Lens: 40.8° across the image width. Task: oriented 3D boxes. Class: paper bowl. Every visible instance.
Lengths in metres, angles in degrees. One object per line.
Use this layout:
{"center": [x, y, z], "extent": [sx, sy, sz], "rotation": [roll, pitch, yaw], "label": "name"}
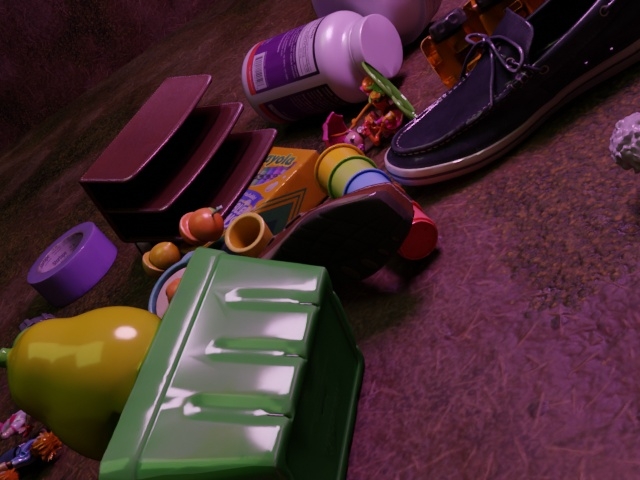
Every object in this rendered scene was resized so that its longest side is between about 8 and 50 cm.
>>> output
{"center": [0.094, -0.509, 1.751], "extent": [0.284, 0.284, 0.148], "rotation": [-2, 44, 49], "label": "paper bowl"}

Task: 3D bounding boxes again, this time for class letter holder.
{"center": [-0.238, -0.151, 1.536], "extent": [0.215, 0.152, 0.301], "rotation": [1, 45, 33], "label": "letter holder"}

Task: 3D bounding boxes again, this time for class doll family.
{"center": [-0.497, 0.356, 1.361], "extent": [0.163, 0.118, 0.263], "rotation": [-30, 10, 29], "label": "doll family"}

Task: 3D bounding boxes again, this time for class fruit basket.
{"center": [-0.164, 0.191, 0.984], "extent": [0.392, 0.282, 0.392], "rotation": [-15, 35, 11], "label": "fruit basket"}

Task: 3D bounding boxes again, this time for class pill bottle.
{"center": [0.003, -0.349, 1.730], "extent": [0.323, 0.181, 0.181], "rotation": [-8, 40, 44], "label": "pill bottle"}

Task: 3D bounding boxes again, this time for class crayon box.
{"center": [-0.109, -0.065, 1.537], "extent": [0.323, 0.083, 0.203], "rotation": [-47, 28, -18], "label": "crayon box"}

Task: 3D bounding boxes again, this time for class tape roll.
{"center": [-0.546, 0.052, 1.894], "extent": [0.189, 0.080, 0.189], "rotation": [-29, 28, 17], "label": "tape roll"}

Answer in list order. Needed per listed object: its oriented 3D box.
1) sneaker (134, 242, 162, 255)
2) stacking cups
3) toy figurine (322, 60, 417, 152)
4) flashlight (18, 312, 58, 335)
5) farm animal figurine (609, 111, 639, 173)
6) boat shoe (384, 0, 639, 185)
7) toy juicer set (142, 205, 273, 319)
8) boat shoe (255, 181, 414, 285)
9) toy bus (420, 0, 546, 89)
{"center": [-0.321, -0.068, 1.805], "extent": [0.108, 0.100, 0.271], "rotation": [-17, 35, 10], "label": "sneaker"}
{"center": [0.076, -0.055, 1.292], "extent": [0.096, 0.096, 0.316], "rotation": [-38, 29, 2], "label": "stacking cups"}
{"center": [0.078, -0.205, 1.531], "extent": [0.159, 0.130, 0.173], "rotation": [-45, 49, 16], "label": "toy figurine"}
{"center": [-0.456, 0.212, 1.522], "extent": [0.103, 0.103, 0.304], "rotation": [-16, 17, -30], "label": "flashlight"}
{"center": [0.494, -0.175, 0.871], "extent": [0.330, 0.172, 0.327], "rotation": [-41, 27, -6], "label": "farm animal figurine"}
{"center": [0.294, -0.261, 1.272], "extent": [0.500, 0.156, 0.186], "rotation": [-34, 29, 12], "label": "boat shoe"}
{"center": [-0.229, 0.079, 1.333], "extent": [0.209, 0.089, 0.329], "rotation": [24, 76, 36], "label": "toy juicer set"}
{"center": [0.000, 0.000, 1.206], "extent": [0.324, 0.122, 0.119], "rotation": [-32, 25, 40], "label": "boat shoe"}
{"center": [0.282, -0.355, 1.460], "extent": [0.220, 0.149, 0.211], "rotation": [-36, 14, 11], "label": "toy bus"}
